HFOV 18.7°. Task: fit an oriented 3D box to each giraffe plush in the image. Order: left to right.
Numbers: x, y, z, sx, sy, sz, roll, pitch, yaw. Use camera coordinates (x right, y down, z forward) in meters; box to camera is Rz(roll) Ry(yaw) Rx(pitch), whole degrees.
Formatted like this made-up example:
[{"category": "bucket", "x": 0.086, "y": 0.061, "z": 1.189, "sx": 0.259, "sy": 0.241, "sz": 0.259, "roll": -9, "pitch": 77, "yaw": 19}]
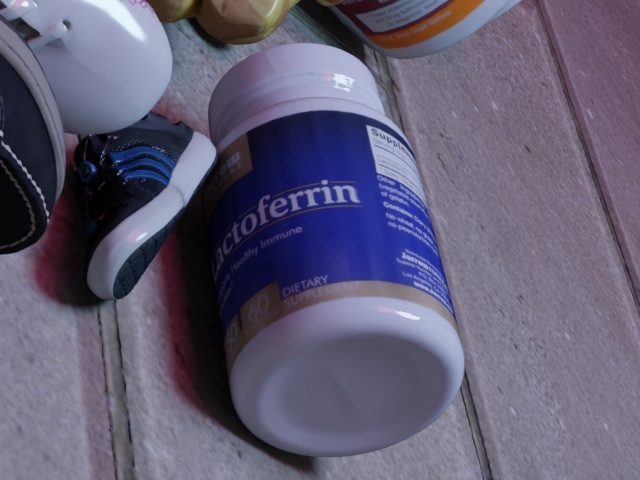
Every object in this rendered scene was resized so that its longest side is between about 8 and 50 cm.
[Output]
[{"category": "giraffe plush", "x": -0.059, "y": -0.224, "z": 1.500, "sx": 0.181, "sy": 0.210, "sz": 0.170, "roll": 49, "pitch": -13, "yaw": 15}]

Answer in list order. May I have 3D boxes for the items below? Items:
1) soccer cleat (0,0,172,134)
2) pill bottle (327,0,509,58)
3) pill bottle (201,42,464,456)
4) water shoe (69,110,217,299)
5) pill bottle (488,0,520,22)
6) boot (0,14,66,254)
[{"category": "soccer cleat", "x": -0.219, "y": -0.145, "z": 1.019, "sx": 0.331, "sy": 0.116, "sz": 0.143, "roll": 31, "pitch": 6, "yaw": -21}, {"category": "pill bottle", "x": 0.005, "y": -0.355, "z": 1.672, "sx": 0.392, "sy": 0.224, "sz": 0.224, "roll": 41, "pitch": 29, "yaw": -35}, {"category": "pill bottle", "x": 0.000, "y": 0.000, "z": 1.314, "sx": 0.153, "sy": 0.153, "sz": 0.265, "roll": 36, "pitch": 31, "yaw": -41}, {"category": "water shoe", "x": -0.128, "y": -0.027, "z": 1.228, "sx": 0.080, "sy": 0.073, "sz": 0.203, "roll": 32, "pitch": 22, "yaw": -3}, {"category": "pill bottle", "x": 0.104, "y": -0.361, "z": 1.942, "sx": 0.301, "sy": 0.169, "sz": 0.169, "roll": 54, "pitch": 24, "yaw": -9}, {"category": "boot", "x": -0.226, "y": -0.004, "z": 0.889, "sx": 0.377, "sy": 0.138, "sz": 0.284, "roll": 65, "pitch": 21, "yaw": -61}]
